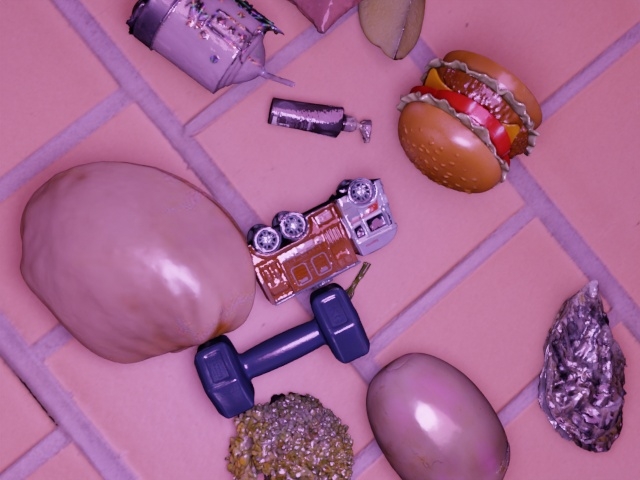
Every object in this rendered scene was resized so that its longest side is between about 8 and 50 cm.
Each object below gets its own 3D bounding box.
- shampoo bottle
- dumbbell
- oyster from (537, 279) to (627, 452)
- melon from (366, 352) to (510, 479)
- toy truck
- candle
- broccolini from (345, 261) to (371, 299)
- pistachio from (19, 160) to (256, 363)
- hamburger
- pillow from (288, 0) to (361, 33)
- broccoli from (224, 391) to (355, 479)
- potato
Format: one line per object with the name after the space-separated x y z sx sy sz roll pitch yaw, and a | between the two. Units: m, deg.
0.001 -0.238 1.907 0.208 0.057 0.063 9 84 -7 | shampoo bottle
-0.073 0.204 1.790 0.316 0.156 0.143 -25 96 -2 | dumbbell
0.528 0.246 1.911 0.162 0.158 0.350 -8 101 -43 | oyster
0.222 0.359 1.806 0.223 0.223 0.317 -36 89 -10 | melon
0.000 0.000 1.850 0.305 0.136 0.162 -27 96 -7 | toy truck
-0.192 -0.379 1.824 0.330 0.187 0.187 36 81 -5 | candle
0.060 0.100 1.899 0.030 0.035 0.140 36 80 -8 | broccolini
-0.332 0.045 1.735 0.446 0.281 0.365 22 102 6 | pistachio
0.271 -0.211 1.839 0.274 0.274 0.212 39 80 -4 | hamburger
0.018 -0.538 1.908 0.236 0.084 0.223 -39 70 -8 | pillow
-0.059 0.420 1.777 0.243 0.180 0.273 10 83 -2 | broccoli
0.136 -0.441 1.950 0.120 0.081 0.149 17 93 29 | potato
